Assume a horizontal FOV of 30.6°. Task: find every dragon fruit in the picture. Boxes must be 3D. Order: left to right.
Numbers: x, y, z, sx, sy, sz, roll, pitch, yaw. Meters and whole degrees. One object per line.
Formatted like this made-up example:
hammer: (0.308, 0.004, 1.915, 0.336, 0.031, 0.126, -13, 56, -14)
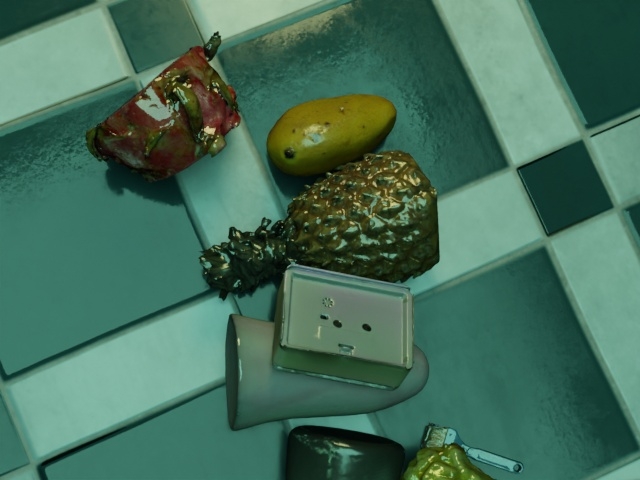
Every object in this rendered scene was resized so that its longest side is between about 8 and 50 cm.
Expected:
dragon fruit: (-0.211, -0.183, 1.758, 0.282, 0.211, 0.147, -42, 100, -27)

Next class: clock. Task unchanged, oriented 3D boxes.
clock: (0.033, 0.123, 1.668, 0.192, 0.071, 0.147, 11, 51, -10)

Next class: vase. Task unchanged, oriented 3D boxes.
vase: (0.013, 0.441, 1.709, 0.173, 0.173, 0.321, 10, 87, -3)

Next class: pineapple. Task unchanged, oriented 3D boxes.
pineapple: (0.000, 0.000, 1.756, 0.362, 0.202, 0.202, -19, 83, 0)

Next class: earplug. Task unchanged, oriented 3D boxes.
earplug: (0.015, 0.193, 1.749, 0.301, 0.172, 0.172, 0, 82, -11)

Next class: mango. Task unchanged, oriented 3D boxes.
mango: (0.018, -0.169, 1.807, 0.227, 0.147, 0.109, -24, 103, -29)

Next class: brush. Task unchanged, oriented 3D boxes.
brush: (0.237, 0.328, 1.810, 0.164, 0.014, 0.051, 18, 82, -3)

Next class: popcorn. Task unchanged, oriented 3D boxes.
popcorn: (0.195, 0.397, 1.721, 0.186, 0.187, 0.167, 23, 119, -12)
